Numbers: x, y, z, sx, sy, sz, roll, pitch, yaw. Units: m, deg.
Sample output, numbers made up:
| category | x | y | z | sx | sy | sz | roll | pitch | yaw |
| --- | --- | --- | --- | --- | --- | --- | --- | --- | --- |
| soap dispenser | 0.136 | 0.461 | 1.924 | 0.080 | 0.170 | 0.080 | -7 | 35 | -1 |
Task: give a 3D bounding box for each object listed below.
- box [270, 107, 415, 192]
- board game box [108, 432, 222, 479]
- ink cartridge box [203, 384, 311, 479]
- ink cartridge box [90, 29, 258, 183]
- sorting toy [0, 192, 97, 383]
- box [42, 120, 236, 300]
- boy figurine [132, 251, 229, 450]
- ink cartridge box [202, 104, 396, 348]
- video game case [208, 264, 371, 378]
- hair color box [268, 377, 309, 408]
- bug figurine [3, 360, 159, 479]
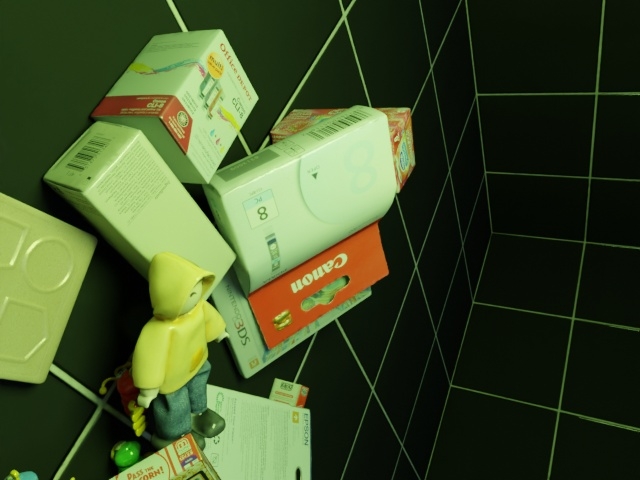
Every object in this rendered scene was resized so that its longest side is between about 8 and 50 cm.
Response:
| category | x | y | z | sx | sy | sz | roll | pitch | yaw |
| --- | --- | --- | --- | --- | --- | --- | --- | --- | --- |
| box | 0.046 | -0.181 | 1.094 | 0.122 | 0.257 | 0.128 | -54 | 142 | -48 |
| board game box | -0.206 | 0.355 | 0.743 | 0.147 | 0.045 | 0.193 | -26 | 138 | -16 |
| ink cartridge box | -0.131 | 0.445 | 0.978 | 0.330 | 0.072 | 0.323 | 36 | 46 | -51 |
| ink cartridge box | -0.195 | -0.187 | 0.772 | 0.176 | 0.128 | 0.128 | -68 | 149 | -29 |
| sorting toy | -0.359 | 0.054 | 0.622 | 0.208 | 0.038 | 0.192 | 45 | 57 | -62 |
| box | -0.233 | -0.025 | 0.762 | 0.113 | 0.094 | 0.275 | -57 | 145 | -25 |
| boy figurine | -0.182 | 0.146 | 0.757 | 0.177 | 0.092 | 0.284 | -31 | 130 | -58 |
| ink cartridge box | 0.000 | 0.000 | 0.970 | 0.308 | 0.091 | 0.384 | -30 | 126 | -21 |
| video game case | -0.052 | 0.069 | 1.056 | 0.329 | 0.036 | 0.299 | -31 | 128 | -24 |
| hair color box | -0.082 | 0.376 | 1.187 | 0.043 | 0.072 | 0.141 | 46 | 56 | -56 |
| bug figurine | -0.304 | 0.307 | 0.743 | 0.279 | 0.072 | 0.216 | -48 | 143 | -55 |
